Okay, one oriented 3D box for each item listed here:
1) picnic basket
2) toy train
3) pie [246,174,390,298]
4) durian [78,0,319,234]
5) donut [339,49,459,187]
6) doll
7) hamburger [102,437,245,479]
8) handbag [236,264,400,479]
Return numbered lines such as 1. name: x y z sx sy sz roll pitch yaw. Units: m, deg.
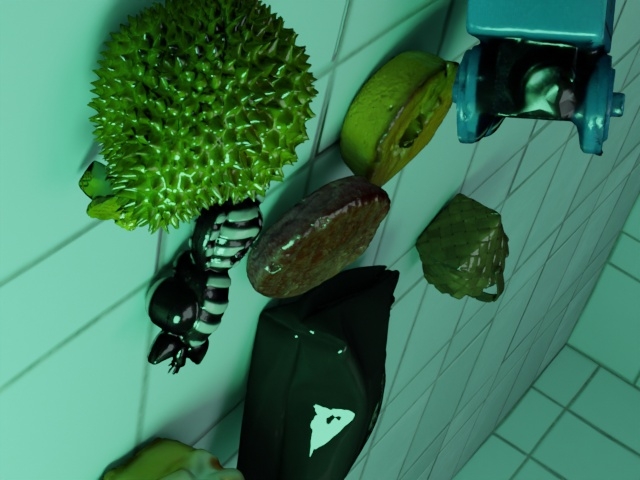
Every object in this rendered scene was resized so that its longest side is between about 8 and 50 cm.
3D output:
1. picnic basket: 0.226 0.029 1.841 0.138 0.128 0.178 -48 141 -18
2. toy train: 0.249 -0.231 1.321 0.300 0.188 0.265 -23 118 -74
3. pie: 0.000 0.000 1.307 0.182 0.049 0.182 -32 159 -14
4. durian: -0.087 -0.095 0.872 0.198 0.146 0.159 -51 158 -28
5. donut: 0.086 -0.142 1.347 0.178 0.065 0.162 -41 159 -42
6. doll: -0.108 0.026 1.133 0.091 0.067 0.219 3 112 -65
7. hamburger: -0.145 0.376 1.329 0.276 0.237 0.276 -51 161 -25
8. handbag: 0.017 0.191 1.552 0.288 0.152 0.342 -42 148 -57
